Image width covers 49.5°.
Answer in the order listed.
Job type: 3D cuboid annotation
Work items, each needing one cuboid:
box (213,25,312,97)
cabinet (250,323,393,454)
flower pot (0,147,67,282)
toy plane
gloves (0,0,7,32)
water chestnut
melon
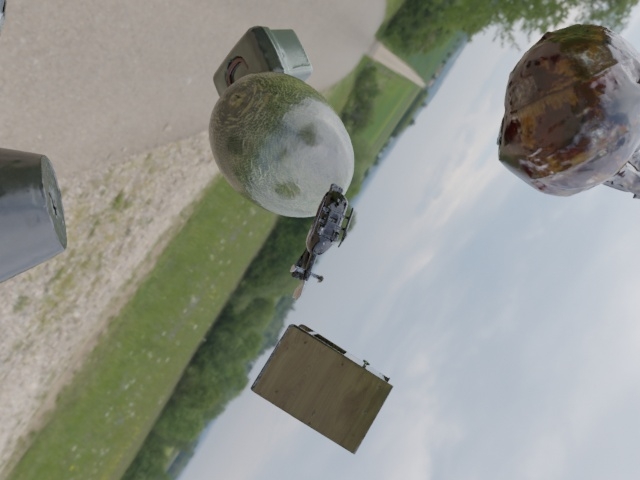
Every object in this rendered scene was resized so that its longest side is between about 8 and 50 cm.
[{"bbox_3d":[-0.129,-0.361,1.507,0.129,0.147,0.210,-19,170,-39],"label":"box"},{"bbox_3d":[0.011,0.264,1.295,0.148,0.215,0.175,-58,173,-3],"label":"cabinet"},{"bbox_3d":[-0.490,-0.044,1.069,0.269,0.166,0.268,171,-90,-80],"label":"flower pot"},{"bbox_3d":[0.000,0.001,1.050,0.078,0.054,0.197,166,-55,-74],"label":"toy plane"},{"bbox_3d":[-0.372,-0.278,0.642,0.131,0.218,0.140,-22,-175,-36],"label":"gloves"},{"bbox_3d":[0.401,-0.188,1.058,0.289,0.245,0.288,11,90,-74],"label":"water chestnut"},{"bbox_3d":[-0.068,-0.177,1.338,0.249,0.329,0.248,-22,-131,28],"label":"melon"}]
